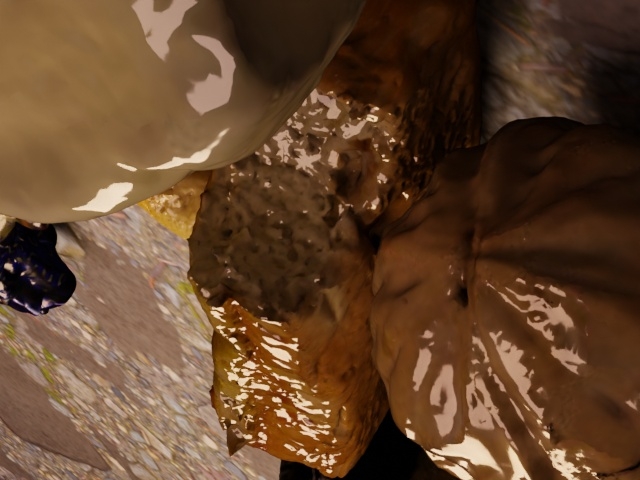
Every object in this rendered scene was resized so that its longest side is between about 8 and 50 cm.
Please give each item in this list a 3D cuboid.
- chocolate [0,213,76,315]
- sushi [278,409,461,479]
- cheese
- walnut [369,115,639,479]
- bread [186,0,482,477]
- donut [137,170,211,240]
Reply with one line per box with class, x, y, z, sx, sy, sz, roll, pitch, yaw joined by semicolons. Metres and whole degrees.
chocolate;-0.265;-0.025;1.482;0.148;0.126;0.343;17;151;22
sushi;0.093;0.186;1.208;0.213;0.200;0.204;19;177;-44
cheese;-0.132;-0.152;0.769;0.326;0.115;0.318;28;138;16
walnut;0.123;0.039;0.902;0.198;0.198;0.245;23;-175;34
bread;0.000;0.000;1.002;0.109;0.185;0.380;33;162;16
donut;-0.072;-0.062;1.173;0.174;0.074;0.190;32;156;19
